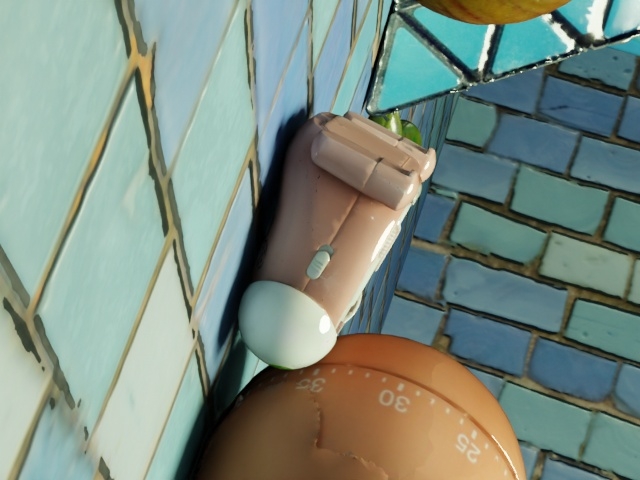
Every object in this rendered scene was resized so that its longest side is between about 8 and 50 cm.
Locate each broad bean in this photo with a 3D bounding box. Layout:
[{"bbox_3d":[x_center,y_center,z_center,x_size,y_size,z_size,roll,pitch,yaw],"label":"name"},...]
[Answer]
[{"bbox_3d":[0.074,-0.095,1.705,0.213,0.048,0.070,50,59,-80],"label":"broad bean"}]

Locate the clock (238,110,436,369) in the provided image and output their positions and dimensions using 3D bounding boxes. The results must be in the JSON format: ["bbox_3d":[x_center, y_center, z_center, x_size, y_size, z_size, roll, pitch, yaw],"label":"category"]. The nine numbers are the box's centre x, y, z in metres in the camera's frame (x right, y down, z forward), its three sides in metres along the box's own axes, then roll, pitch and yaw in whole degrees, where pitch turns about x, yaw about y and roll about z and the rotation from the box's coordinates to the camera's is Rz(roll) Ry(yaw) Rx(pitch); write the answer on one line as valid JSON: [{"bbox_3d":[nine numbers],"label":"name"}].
[{"bbox_3d":[0.000,0.000,1.124,0.162,0.092,0.166,-64,177,13],"label":"clock"}]

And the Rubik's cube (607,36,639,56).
[{"bbox_3d":[0.383,-0.467,2.042,0.351,0.347,0.352,100,10,-53],"label":"Rubik's cube"}]

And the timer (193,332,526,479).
[{"bbox_3d":[0.027,0.183,1.164,0.215,0.229,0.230,-50,158,-54],"label":"timer"}]

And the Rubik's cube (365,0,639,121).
[{"bbox_3d":[0.159,-0.259,1.546,0.229,0.233,0.228,-7,164,-46],"label":"Rubik's cube"}]

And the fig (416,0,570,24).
[{"bbox_3d":[0.093,-0.223,1.108,0.148,0.202,0.149,-58,-143,21],"label":"fig"}]
